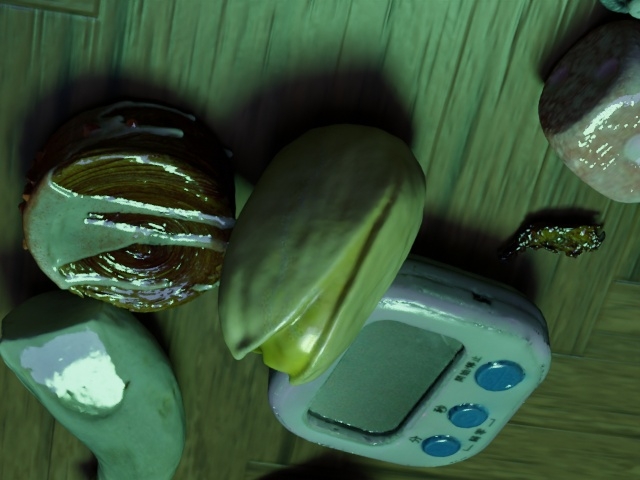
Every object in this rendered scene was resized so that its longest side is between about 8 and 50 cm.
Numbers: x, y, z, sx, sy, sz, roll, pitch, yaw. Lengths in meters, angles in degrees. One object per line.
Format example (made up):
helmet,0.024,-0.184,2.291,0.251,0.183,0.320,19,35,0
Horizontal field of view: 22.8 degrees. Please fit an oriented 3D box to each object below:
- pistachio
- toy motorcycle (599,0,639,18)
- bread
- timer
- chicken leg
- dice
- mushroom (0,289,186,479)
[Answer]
pistachio,0.000,0.000,1.094,0.117,0.200,0.145,37,144,-7
toy motorcycle,0.297,-0.163,0.970,0.260,0.110,0.171,4,160,-41
bread,-0.137,-0.024,1.146,0.161,0.073,0.160,-1,132,-1
timer,0.068,0.095,1.235,0.191,0.069,0.208,17,138,-15
chicken leg,0.174,-0.002,1.202,0.083,0.021,0.036,-8,138,6
dice,0.212,-0.089,1.089,0.093,0.091,0.094,33,120,-24
mushroom,-0.164,0.142,1.262,0.118,0.103,0.270,-10,133,6
